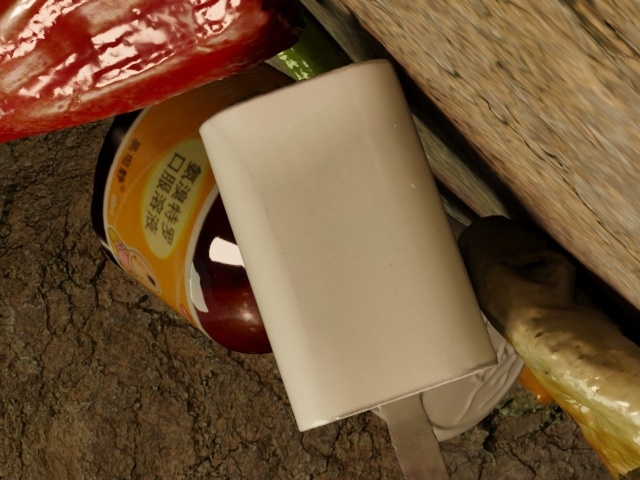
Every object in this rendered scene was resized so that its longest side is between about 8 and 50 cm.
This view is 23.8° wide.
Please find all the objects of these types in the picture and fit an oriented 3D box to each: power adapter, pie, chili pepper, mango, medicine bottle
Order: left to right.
[{"bbox_3d":[-0.148,-0.128,0.908,0.136,0.253,0.144,64,-171,2],"label":"chili pepper"},{"bbox_3d":[-0.018,-0.141,1.044,0.208,0.043,0.049,51,-158,-35],"label":"chili pepper"},{"bbox_3d":[0.000,0.000,1.300,0.395,0.242,0.242,27,169,38],"label":"medicine bottle"},{"bbox_3d":[0.027,0.037,0.913,0.187,0.124,0.255,46,-154,-84],"label":"power adapter"},{"bbox_3d":[0.213,0.111,1.513,0.077,0.063,0.127,52,180,42],"label":"mango"},{"bbox_3d":[0.203,0.116,0.991,0.337,0.075,0.337,49,180,0],"label":"pie"}]
